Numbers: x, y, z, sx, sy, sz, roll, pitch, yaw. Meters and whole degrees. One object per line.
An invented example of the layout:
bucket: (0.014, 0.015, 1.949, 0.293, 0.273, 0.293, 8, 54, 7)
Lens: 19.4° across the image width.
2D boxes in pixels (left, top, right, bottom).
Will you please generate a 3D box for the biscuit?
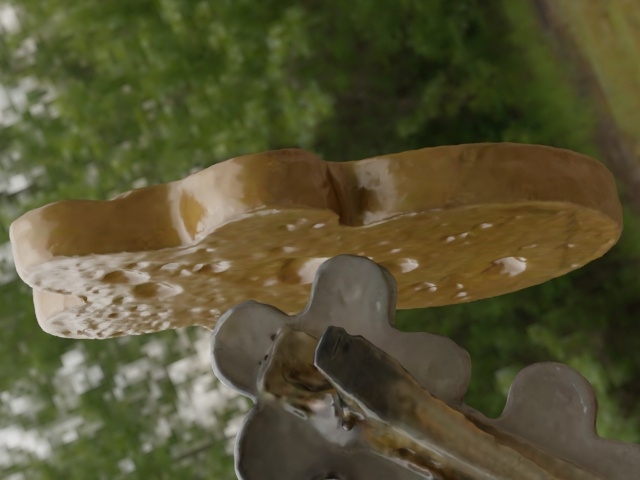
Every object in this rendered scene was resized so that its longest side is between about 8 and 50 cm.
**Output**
biscuit: (0.000, -0.002, 1.100, 0.275, 0.355, 0.052, 85, 176, -73)

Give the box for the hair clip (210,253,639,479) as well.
hair clip: (0.063, 0.101, 0.970, 0.257, 0.146, 0.075, 30, 149, -14)
